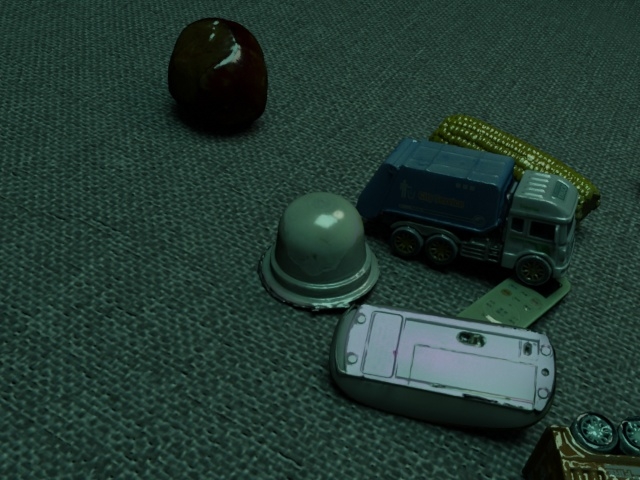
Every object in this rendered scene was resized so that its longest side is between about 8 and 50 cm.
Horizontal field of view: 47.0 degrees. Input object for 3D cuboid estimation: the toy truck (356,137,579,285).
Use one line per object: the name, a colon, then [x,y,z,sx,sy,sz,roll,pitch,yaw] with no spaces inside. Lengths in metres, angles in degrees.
toy truck: [0.250,-0.054,1.257,0.367,0.175,0.146,14,36,18]

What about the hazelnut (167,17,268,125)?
hazelnut: [-0.212,-0.339,1.533,0.218,0.218,0.233,-4,59,-16]

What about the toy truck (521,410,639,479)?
toy truck: [0.416,0.317,0.886,0.306,0.136,0.162,5,46,-2]

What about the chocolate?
chocolate: [0.007,-0.005,1.185,0.221,0.147,0.221,6,35,-4]

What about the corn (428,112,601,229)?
corn: [0.372,-0.133,1.438,0.344,0.131,0.131,34,45,25]

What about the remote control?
remote control: [0.296,0.118,1.179,0.310,0.038,0.090,-27,51,-37]

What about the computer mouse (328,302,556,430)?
computer mouse: [0.168,0.171,1.031,0.311,0.072,0.158,8,58,10]
